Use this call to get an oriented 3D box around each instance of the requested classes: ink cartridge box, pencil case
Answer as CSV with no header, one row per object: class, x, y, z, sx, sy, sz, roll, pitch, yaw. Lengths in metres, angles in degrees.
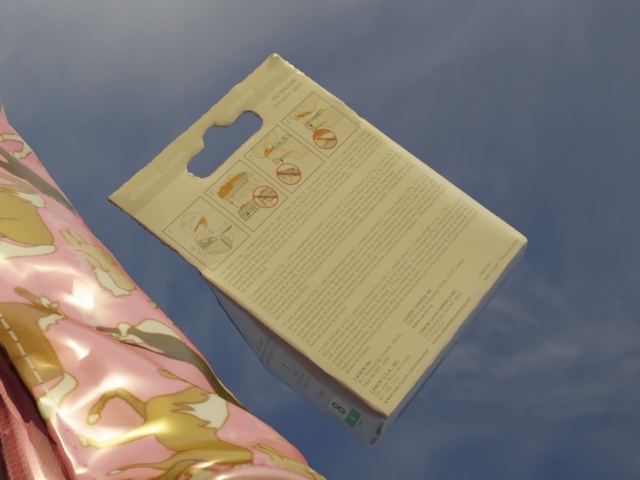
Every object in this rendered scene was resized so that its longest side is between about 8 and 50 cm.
ink cartridge box,0.000,0.000,0.796,0.224,0.181,0.056,36,-34,12
pencil case,-0.142,0.049,0.532,0.386,0.167,0.160,45,-57,37
